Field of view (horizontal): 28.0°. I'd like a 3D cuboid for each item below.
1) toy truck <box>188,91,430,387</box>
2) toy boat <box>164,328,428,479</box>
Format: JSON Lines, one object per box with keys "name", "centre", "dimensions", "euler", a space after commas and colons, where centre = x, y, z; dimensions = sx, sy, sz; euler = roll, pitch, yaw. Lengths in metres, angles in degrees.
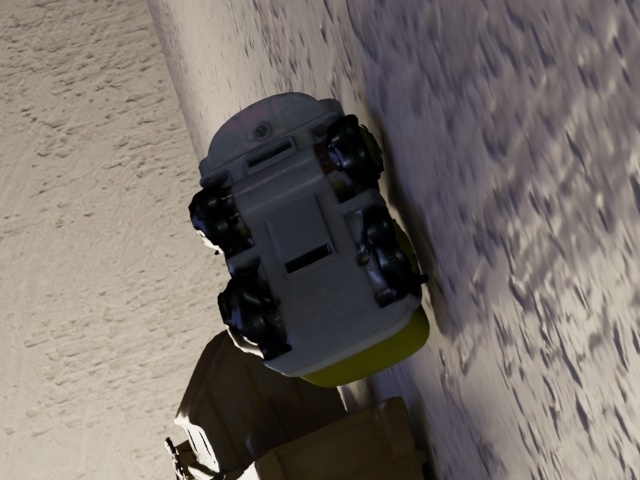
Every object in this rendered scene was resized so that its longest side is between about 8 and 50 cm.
{"name": "toy truck", "centre": [0.000, 0.000, 0.494], "dimensions": [0.077, 0.076, 0.111], "euler": [42, -154, -62]}
{"name": "toy boat", "centre": [-0.021, 0.126, 0.782], "dimensions": [0.445, 0.136, 0.162], "euler": [151, 98, -79]}
